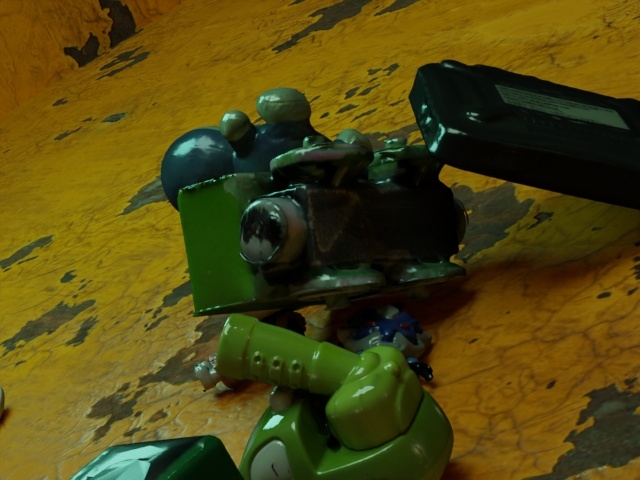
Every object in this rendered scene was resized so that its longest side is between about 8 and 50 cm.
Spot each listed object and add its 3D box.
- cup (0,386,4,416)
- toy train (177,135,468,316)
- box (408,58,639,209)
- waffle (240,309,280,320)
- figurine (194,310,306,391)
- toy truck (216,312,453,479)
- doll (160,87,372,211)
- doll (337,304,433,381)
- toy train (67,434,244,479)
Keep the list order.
[{"bbox_3d":[-0.484,0.186,2.191,0.173,0.134,0.142,-16,19,33],"label":"cup"},{"bbox_3d":[-0.003,-0.008,1.870,0.249,0.173,0.307,-13,-6,40],"label":"toy train"},{"bbox_3d":[0.244,-0.108,1.867,0.290,0.073,0.289,12,18,-6],"label":"box"},{"bbox_3d":[0.000,0.000,2.157,0.248,0.055,0.221,-26,18,2],"label":"waffle"},{"bbox_3d":[-0.072,0.124,1.934,0.129,0.054,0.072,-31,2,8],"label":"figurine"},{"bbox_3d":[0.015,0.156,1.503,0.187,0.210,0.148,1,27,20],"label":"toy truck"},{"bbox_3d":[-0.086,-0.095,2.353,0.258,0.228,0.154,-5,68,40],"label":"doll"},{"bbox_3d":[0.064,0.106,1.764,0.096,0.070,0.195,5,18,0],"label":"doll"},{"bbox_3d":[-0.152,0.275,1.294,0.429,0.249,0.178,-11,24,39],"label":"toy train"}]
